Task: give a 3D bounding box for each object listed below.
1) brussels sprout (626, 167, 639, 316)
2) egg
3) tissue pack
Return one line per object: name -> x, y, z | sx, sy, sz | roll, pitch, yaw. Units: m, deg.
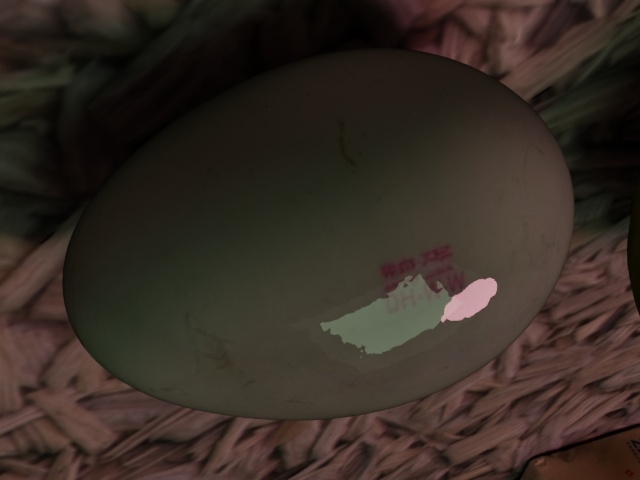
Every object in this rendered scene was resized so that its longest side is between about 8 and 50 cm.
brussels sprout -> 0.334, -0.008, 0.932 | 0.273, 0.243, 0.316 | 16, 153, -25
egg -> 0.000, 0.000, 0.751 | 0.264, 0.183, 0.183 | -15, 149, -7
tissue pack -> 0.296, 0.290, 1.430 | 0.148, 0.196, 0.092 | -12, 143, -24
